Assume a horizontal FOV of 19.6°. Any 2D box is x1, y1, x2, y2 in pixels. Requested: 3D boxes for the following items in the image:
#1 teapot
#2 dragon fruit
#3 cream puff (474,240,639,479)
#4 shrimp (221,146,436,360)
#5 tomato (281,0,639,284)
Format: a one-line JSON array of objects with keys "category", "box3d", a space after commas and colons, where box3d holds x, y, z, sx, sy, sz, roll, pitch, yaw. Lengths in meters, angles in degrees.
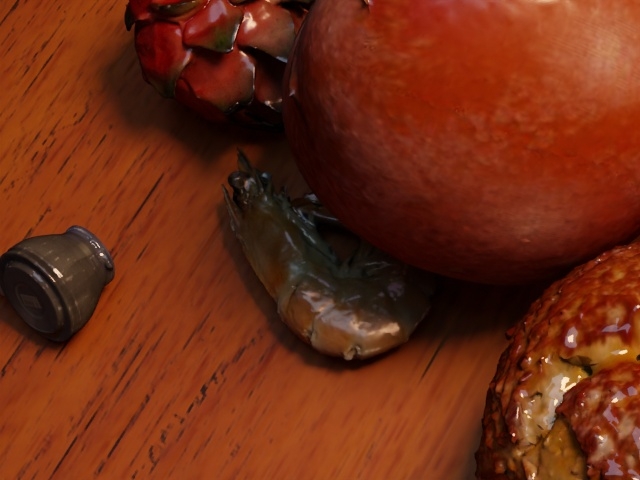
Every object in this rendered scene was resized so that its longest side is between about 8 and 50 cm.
[{"category": "teapot", "box3d": [-0.166, 0.021, 1.148, 0.088, 0.066, 0.057, 9, 37, 44]}, {"category": "dragon fruit", "box3d": [-0.053, -0.133, 1.182, 0.130, 0.121, 0.142, -39, 81, -4]}, {"category": "cream puff", "box3d": [0.191, 0.100, 0.942, 0.240, 0.164, 0.240, -4, 73, 14]}, {"category": "shrimp", "box3d": [0.000, 0.000, 1.126, 0.099, 0.041, 0.180, -34, 56, -11]}, {"category": "tomato", "box3d": [0.112, -0.101, 1.039, 0.265, 0.265, 0.265, -6, 56, 10]}]
